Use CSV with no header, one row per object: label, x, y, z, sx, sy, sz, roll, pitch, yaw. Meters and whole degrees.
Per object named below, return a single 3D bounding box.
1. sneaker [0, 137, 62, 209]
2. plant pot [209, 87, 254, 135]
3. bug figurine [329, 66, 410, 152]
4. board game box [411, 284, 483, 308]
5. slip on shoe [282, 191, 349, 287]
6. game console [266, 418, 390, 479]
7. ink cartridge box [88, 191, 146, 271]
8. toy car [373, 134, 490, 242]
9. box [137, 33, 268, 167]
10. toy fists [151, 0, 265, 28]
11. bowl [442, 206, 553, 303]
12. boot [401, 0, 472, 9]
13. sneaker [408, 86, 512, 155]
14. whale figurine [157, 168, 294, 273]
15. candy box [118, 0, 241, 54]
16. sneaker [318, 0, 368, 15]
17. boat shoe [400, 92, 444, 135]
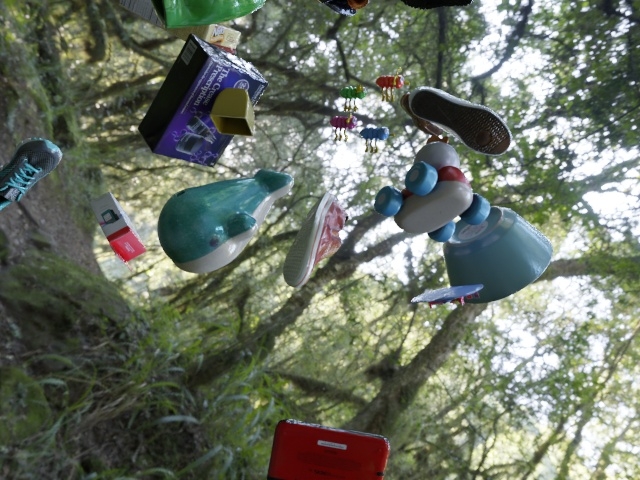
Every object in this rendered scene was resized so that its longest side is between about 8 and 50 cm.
sneaker,-0.470,-0.095,0.759,0.065,0.166,0.076,38,32,-45
plant pot,-0.187,-0.288,1.068,0.081,0.082,0.083,77,20,-73
bug figurine,0.138,-0.390,1.431,0.216,0.279,0.072,5,-25,28
board game box,0.297,0.139,1.135,0.169,0.133,0.033,-15,-89,54
slip on shoe,0.000,0.000,1.139,0.101,0.331,0.123,38,-56,-10
game console,0.008,0.284,0.638,0.085,0.144,0.124,-81,180,-81
ink cartridge box,-0.637,-0.027,1.548,0.231,0.078,0.134,52,-14,26
toy car,0.272,-0.154,1.208,0.210,0.219,0.238,-36,-140,46
box,-0.275,-0.315,1.140,0.261,0.184,0.103,-51,-119,23
toy fists,-0.166,-0.378,0.635,0.279,0.142,0.096,58,-25,33
bowl,0.478,0.018,1.394,0.163,0.311,0.311,55,-21,-18
boot,0.341,-0.701,1.260,0.246,0.207,0.094,24,-22,38
sneaker,0.361,-0.322,1.255,0.106,0.290,0.123,-59,-170,25
whale figurine,-0.183,-0.064,0.912,0.216,0.272,0.141,27,-26,57
candy box,-0.426,-0.678,1.487,0.316,0.183,0.087,31,-69,11
sneaker,0.080,-0.707,1.301,0.180,0.321,0.124,47,-27,-1
boat shoe,0.313,-0.372,1.459,0.178,0.064,0.060,37,5,-27
